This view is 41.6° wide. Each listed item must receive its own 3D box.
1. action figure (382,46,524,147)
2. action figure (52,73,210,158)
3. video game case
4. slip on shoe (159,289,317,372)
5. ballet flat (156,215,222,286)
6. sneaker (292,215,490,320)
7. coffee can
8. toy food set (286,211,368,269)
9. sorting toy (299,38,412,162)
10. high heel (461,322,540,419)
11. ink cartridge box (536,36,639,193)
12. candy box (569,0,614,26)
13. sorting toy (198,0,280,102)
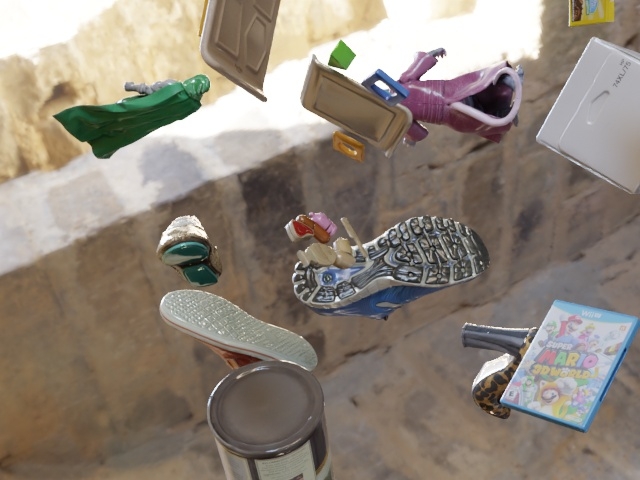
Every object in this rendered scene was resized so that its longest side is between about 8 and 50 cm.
[{"bbox_3d":[0.270,-0.304,1.934,0.276,0.370,0.248,-63,-26,-67],"label":"action figure"},{"bbox_3d":[-0.265,-0.199,1.268,0.137,0.232,0.064,39,-140,-59],"label":"action figure"},{"bbox_3d":[0.316,0.155,1.068,0.119,0.166,0.015,11,148,46],"label":"video game case"},{"bbox_3d":[-0.160,0.193,1.580,0.101,0.331,0.123,-48,32,24],"label":"slip on shoe"},{"bbox_3d":[-0.174,0.007,1.098,0.206,0.073,0.067,92,166,-73],"label":"ballet flat"},{"bbox_3d":[0.121,0.055,1.431,0.147,0.329,0.130,75,-175,-66],"label":"sneaker"},{"bbox_3d":[-0.081,0.381,1.519,0.201,0.201,0.275,46,153,44],"label":"coffee can"},{"bbox_3d":[0.000,0.000,0.920,0.019,0.122,0.078,-41,66,28],"label":"toy food set"},{"bbox_3d":[0.061,-0.231,1.420,0.196,0.047,0.348,32,164,1],"label":"sorting toy"},{"bbox_3d":[0.364,0.252,1.495,0.186,0.093,0.261,5,136,32],"label":"high heel"},{"bbox_3d":[0.550,-0.216,1.485,0.197,0.270,0.198,37,115,26],"label":"ink cartridge box"},{"bbox_3d":[0.570,-0.559,1.772,0.105,0.027,0.206,11,107,55],"label":"candy box"},{"bbox_3d":[-0.097,-0.291,1.037,0.193,0.038,0.208,15,-98,-74],"label":"sorting toy"}]
